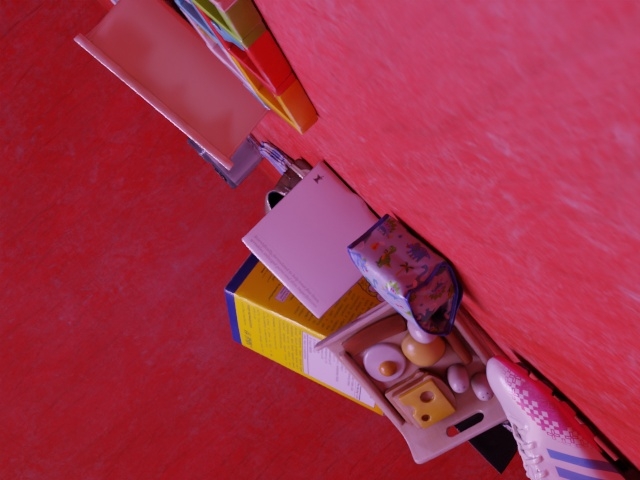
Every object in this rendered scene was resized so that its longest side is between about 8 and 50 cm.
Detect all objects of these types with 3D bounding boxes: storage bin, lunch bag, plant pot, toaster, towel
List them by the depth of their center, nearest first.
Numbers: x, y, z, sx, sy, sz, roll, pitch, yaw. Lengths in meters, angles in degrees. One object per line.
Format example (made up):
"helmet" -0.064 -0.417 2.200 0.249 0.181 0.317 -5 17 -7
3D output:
"lunch bag" 0.123 0.057 0.936 0.129 0.096 0.151 44 168 39
"storage bin" -0.215 -0.249 1.040 0.262 0.123 0.260 40 180 -18
"towel" -0.030 -0.120 1.565 0.209 0.034 0.285 46 178 -34
"toaster" -0.257 -0.256 1.942 0.227 0.146 0.129 48 178 -41
"plant pot" 0.503 0.542 2.021 0.188 0.167 0.187 45 178 1

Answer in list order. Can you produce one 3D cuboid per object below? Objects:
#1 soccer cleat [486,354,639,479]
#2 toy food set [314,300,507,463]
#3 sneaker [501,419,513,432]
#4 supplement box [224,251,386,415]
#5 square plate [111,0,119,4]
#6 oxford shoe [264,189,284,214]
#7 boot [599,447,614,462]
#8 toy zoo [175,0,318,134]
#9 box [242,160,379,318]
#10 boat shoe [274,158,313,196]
"soccer cleat" 0.344 0.321 0.997 0.331 0.143 0.116 46 178 11
"toy food set" 0.167 0.220 1.117 0.306 0.219 0.092 51 -165 -19
"sneaker" 0.433 0.407 1.622 0.162 0.106 0.281 42 177 15
"supplement box" 0.017 0.152 1.347 0.356 0.195 0.194 24 144 17
"square plate" -0.339 -0.436 1.336 0.344 0.049 0.347 46 178 -35
"oxford shoe" 0.011 0.019 1.648 0.397 0.140 0.146 36 176 13
"boot" 0.368 0.453 1.147 0.377 0.284 0.138 46 178 17
"toy zoo" -0.099 -0.225 0.747 0.192 0.030 0.293 45 178 25
"box" 0.000 0.000 1.116 0.181 0.182 0.119 46 179 2
"boat shoe" 0.011 -0.041 1.349 0.257 0.095 0.095 46 178 -13
